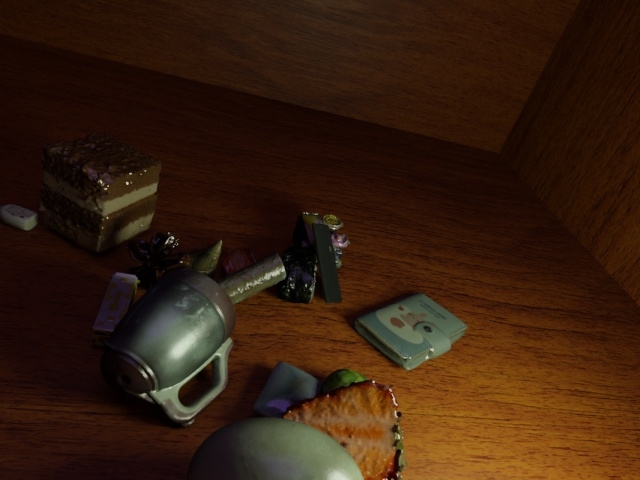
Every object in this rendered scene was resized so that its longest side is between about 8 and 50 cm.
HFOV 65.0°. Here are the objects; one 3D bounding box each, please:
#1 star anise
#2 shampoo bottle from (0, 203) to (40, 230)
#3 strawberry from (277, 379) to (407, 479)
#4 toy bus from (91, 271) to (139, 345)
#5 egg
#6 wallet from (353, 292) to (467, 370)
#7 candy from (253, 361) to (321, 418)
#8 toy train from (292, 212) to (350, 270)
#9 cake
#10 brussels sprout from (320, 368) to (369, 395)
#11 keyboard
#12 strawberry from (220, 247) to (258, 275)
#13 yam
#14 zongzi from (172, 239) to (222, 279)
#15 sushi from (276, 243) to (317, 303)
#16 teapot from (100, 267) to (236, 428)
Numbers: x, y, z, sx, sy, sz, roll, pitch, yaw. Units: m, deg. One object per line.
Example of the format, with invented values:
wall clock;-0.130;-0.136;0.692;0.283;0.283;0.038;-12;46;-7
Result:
star anise;-0.461;0.061;1.472;0.220;0.190;0.126;32;39;18
shampoo bottle;-0.961;-0.083;1.559;0.152;0.045;0.077;22;34;0
strawberry;0.064;0.462;1.183;0.281;0.253;0.150;-18;-3;1
toy bus;-0.553;0.185;1.352;0.081;0.074;0.226;11;34;-12
egg;-0.085;0.485;0.986;0.353;0.258;0.258;19;32;0
wallet;0.307;0.289;1.653;0.361;0.083;0.252;-14;40;-41
candy;-0.080;0.398;1.287;0.138;0.071;0.174;26;34;3
toy train;0.000;0.000;1.863;0.178;0.134;0.260;7;34;-18
cake;-0.689;-0.154;1.584;0.256;0.290;0.282;29;33;12
brussels sprout;0.074;0.407;1.316;0.155;0.117;0.155;13;24;-6
keyboard;0.017;0.023;1.710;0.041;0.380;0.104;-10;-9;35
strawberry;-0.249;0.110;1.632;0.121;0.082;0.188;-23;59;-7
yam;-0.230;0.128;1.516;0.259;0.093;0.093;-26;50;-19
zongzi;-0.401;0.038;1.553;0.189;0.178;0.081;25;25;8
sushi;-0.079;0.108;1.662;0.127;0.124;0.225;10;35;-4
teapot;-0.358;0.274;1.227;0.315;0.233;0.312;48;40;-7
